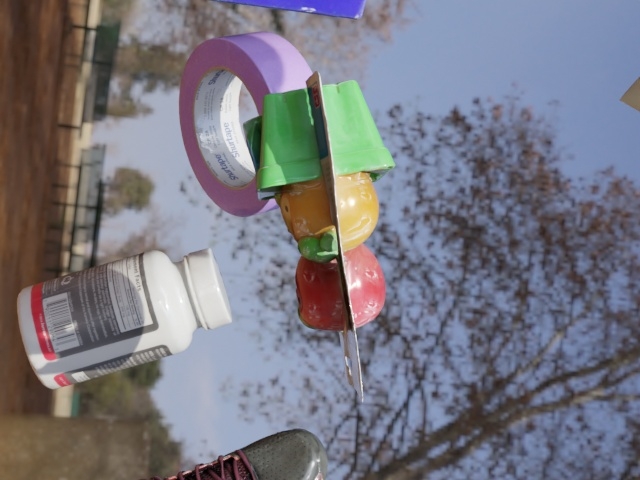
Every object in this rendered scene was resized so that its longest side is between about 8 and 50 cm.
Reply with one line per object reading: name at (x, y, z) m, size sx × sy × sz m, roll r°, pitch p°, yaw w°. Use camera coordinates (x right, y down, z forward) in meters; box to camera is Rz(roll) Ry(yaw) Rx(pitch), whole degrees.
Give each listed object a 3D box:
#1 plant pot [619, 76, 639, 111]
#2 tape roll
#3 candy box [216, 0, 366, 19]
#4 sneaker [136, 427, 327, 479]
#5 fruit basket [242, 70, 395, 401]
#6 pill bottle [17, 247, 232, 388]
plant pot at (0.476, -0.187, 1.445) m, size 0.109 × 0.109 × 0.096 m, roll 45°, pitch -69°, yaw 48°
tape roll at (-0.108, -0.178, 1.719) m, size 0.275 × 0.090 × 0.274 m, roll 23°, pitch -59°, yaw 46°
candy box at (-0.104, -0.233, 0.393) m, size 0.122 × 0.317 × 0.268 m, roll 41°, pitch -58°, yaw 49°
sneaker at (-0.129, 0.270, 1.154) m, size 0.106 × 0.281 × 0.162 m, roll 50°, pitch -7°, yaw 39°
fruit basket at (0.000, 0.000, 1.318) m, size 0.327 × 0.166 × 0.352 m, roll 166°, pitch -79°, yaw -87°
pill bottle at (-0.314, 0.118, 1.826) m, size 0.176 × 0.319 × 0.176 m, roll 164°, pitch -90°, yaw -89°
